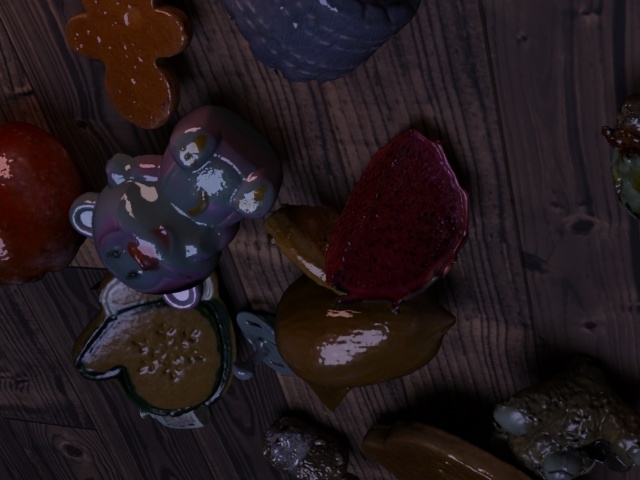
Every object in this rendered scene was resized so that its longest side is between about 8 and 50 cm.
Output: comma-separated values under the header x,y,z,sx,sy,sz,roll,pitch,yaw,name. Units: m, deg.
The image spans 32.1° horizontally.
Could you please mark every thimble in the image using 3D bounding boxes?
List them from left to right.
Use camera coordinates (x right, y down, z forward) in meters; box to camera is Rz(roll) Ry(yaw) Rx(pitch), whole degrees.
x,y,z,sx,sy,sz,roll,pitch,yaw,name
-0.009,-0.315,1.332,0.236,0.205,0.172,41,136,-16,thimble

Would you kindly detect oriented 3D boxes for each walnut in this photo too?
x,y,z,sx,sy,sz,roll,pitch,yaw,name
0.070,0.134,1.731,0.297,0.203,0.203,-2,130,22,walnut

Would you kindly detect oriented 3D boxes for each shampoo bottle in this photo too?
x,y,z,sx,sy,sz,roll,pitch,yaw,name
-0.296,0.343,2.210,0.151,0.045,0.077,-10,128,30,shampoo bottle

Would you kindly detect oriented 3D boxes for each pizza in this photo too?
x,y,z,sx,sy,sz,roll,pitch,yaw,name
0.000,0.000,1.658,0.182,0.161,0.062,30,129,-10,pizza

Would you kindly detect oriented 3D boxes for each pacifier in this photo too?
x,y,z,sx,sy,sz,roll,pitch,yaw,name
-0.114,0.192,1.934,0.126,0.116,0.150,20,146,43,pacifier

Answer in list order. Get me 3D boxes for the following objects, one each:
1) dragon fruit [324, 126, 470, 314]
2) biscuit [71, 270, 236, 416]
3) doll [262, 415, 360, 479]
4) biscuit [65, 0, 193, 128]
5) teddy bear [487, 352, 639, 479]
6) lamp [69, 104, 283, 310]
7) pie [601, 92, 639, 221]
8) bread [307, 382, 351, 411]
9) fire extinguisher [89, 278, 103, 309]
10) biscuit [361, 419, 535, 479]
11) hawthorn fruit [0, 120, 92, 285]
x,y,z,sx,sy,sz,roll,pitch,yaw,name
0.114,-0.011,1.585,0.161,0.274,0.126,28,178,-13,dragon fruit
-0.292,0.177,1.937,0.287,0.057,0.344,-9,123,-6,biscuit
-0.005,0.409,2.090,0.221,0.105,0.115,27,174,-1,doll
-0.270,-0.310,1.552,0.205,0.049,0.324,0,117,28,biscuit
0.383,0.304,1.771,0.267,0.156,0.256,16,138,-2,teddy bear
-0.207,-0.064,1.675,0.247,0.247,0.301,38,114,-17,lamp
0.497,-0.084,1.400,0.274,0.106,0.257,9,149,21,pie
-0.011,0.223,1.938,0.139,0.074,0.084,29,134,-5,bread
-0.324,0.157,2.004,0.104,0.105,0.269,-3,129,28,fire extinguisher
0.272,0.429,1.944,0.385,0.062,0.365,38,157,-12,biscuit
-0.483,-0.052,1.768,0.284,0.284,0.284,13,135,14,hawthorn fruit
